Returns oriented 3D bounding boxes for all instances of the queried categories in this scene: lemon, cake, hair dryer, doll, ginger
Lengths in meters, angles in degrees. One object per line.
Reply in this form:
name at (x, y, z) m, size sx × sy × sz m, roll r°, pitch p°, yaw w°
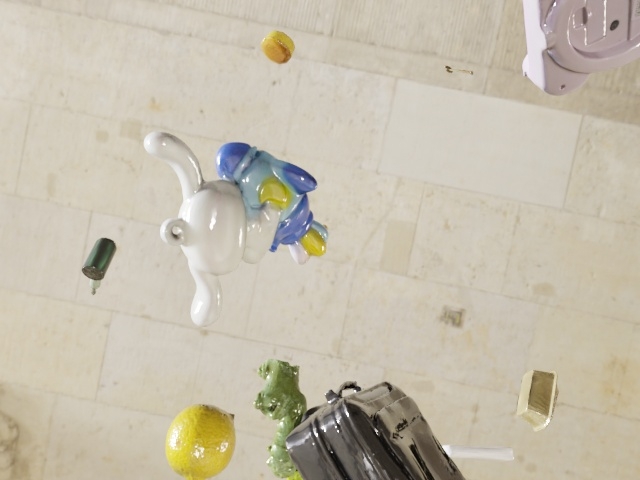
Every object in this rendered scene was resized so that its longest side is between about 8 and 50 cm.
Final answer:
lemon at (-0.394, 0.666, 1.933) m, size 0.228 × 0.229 × 0.254 m, roll 11°, pitch -141°, yaw 4°
cake at (-0.106, -0.478, 1.460) m, size 0.084 × 0.044 × 0.084 m, roll 20°, pitch 152°, yaw 11°
hair dryer at (-0.572, 0.083, 1.505) m, size 0.057 × 0.100 × 0.198 m, roll 22°, pitch 138°, yaw -12°
doll at (-0.153, -0.058, 1.191) m, size 0.365 × 0.376 × 0.187 m, roll -20°, pitch -141°, yaw -31°
ginger at (-0.096, 0.435, 1.465) m, size 0.137 × 0.290 × 0.089 m, roll 4°, pitch 153°, yaw -42°

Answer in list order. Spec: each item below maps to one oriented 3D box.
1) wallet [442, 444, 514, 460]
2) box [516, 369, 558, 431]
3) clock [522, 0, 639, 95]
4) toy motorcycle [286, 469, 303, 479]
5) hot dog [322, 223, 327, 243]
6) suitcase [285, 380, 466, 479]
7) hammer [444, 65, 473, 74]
wallet at (0.347, 0.484, 1.338) m, size 0.189 × 0.033 × 0.095 m, roll 8°, pitch 158°, yaw -14°
box at (0.632, 0.455, 1.691) m, size 0.111 × 0.177 × 0.111 m, roll 18°, pitch 149°, yaw 11°
clock at (0.511, -0.432, 1.027) m, size 0.322 × 0.296 × 0.113 m, roll -23°, pitch -137°, yaw 3°
toy motorcycle at (-0.008, 0.732, 1.693) m, size 0.205 × 0.142 × 0.342 m, roll -5°, pitch -162°, yaw -11°
hot dog at (0.000, 0.000, 1.434) m, size 0.037 × 0.083 × 0.021 m, roll 5°, pitch 166°, yaw 13°
suitcase at (0.110, 0.406, 1.017) m, size 0.339 × 0.188 × 0.345 m, roll 55°, pitch -167°, yaw 18°
hammer at (0.348, -0.425, 1.470) m, size 0.029 × 0.014 × 0.123 m, roll 27°, pitch -171°, yaw -25°
